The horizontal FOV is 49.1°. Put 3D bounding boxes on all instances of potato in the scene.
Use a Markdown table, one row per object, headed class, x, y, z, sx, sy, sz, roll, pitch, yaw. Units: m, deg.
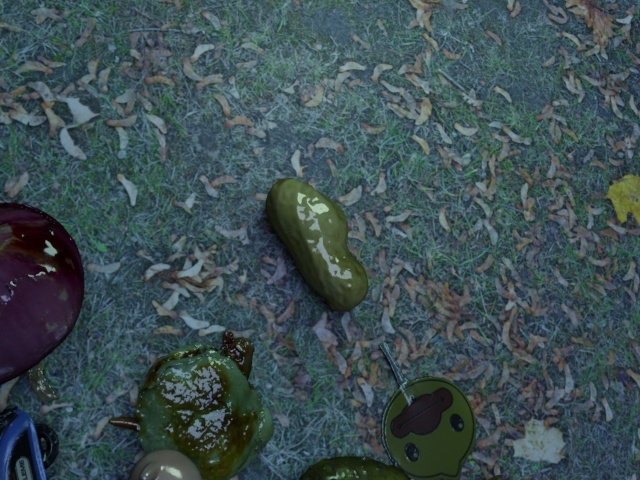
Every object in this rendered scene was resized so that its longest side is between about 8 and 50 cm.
| class | x | y | z | sx | sy | sz | roll | pitch | yaw |
| --- | --- | --- | --- | --- | --- | --- | --- | --- | --- |
| potato | 0.075 | 0.506 | 1.390 | 0.251 | 0.113 | 0.149 | 11 | 64 | -22 |

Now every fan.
| class | x | y | z | sx | sy | sz | roll | pitch | yaw |
| --- | --- | --- | --- | --- | --- | --- | --- | --- | --- |
| fan | 0.217 | 0.369 | 1.523 | 0.230 | 0.011 | 0.335 | -26 | 85 | -21 |

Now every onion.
| class | x | y | z | sx | sy | sz | roll | pitch | yaw |
| --- | --- | --- | --- | --- | --- | --- | --- | --- | --- |
| onion | -0.592 | 0.104 | 1.225 | 0.359 | 0.345 | 0.358 | 7 | 56 | -11 |

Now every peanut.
| class | x | y | z | sx | sy | sz | roll | pitch | yaw |
| --- | --- | --- | --- | --- | --- | --- | --- | --- | --- |
| peanut | 0.000 | 0.000 | 1.497 | 0.148 | 0.147 | 0.318 | -29 | 81 | -22 |

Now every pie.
| class | x | y | z | sx | sy | sz | roll | pitch | yaw |
| --- | --- | --- | --- | --- | --- | --- | --- | --- | --- |
| pie | -0.225 | 0.330 | 1.346 | 0.257 | 0.105 | 0.274 | -14 | 88 | -26 |

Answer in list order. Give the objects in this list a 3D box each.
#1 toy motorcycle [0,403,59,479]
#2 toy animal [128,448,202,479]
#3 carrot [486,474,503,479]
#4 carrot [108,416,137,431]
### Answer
| class | x | y | z | sx | sy | sz | roll | pitch | yaw |
| --- | --- | --- | --- | --- | --- | --- | --- | --- | --- |
| toy motorcycle | -0.545 | 0.457 | 1.186 | 0.213 | 0.125 | 0.358 | -10 | 85 | -51 |
| toy animal | -0.306 | 0.476 | 1.235 | 0.166 | 0.154 | 0.250 | 45 | 108 | 14 |
| carrot | 0.304 | 0.588 | 1.442 | 0.102 | 0.102 | 0.263 | 43 | 66 | -1 |
| carrot | -0.336 | 0.359 | 1.349 | 0.142 | 0.035 | 0.035 | 13 | 71 | -10 |
